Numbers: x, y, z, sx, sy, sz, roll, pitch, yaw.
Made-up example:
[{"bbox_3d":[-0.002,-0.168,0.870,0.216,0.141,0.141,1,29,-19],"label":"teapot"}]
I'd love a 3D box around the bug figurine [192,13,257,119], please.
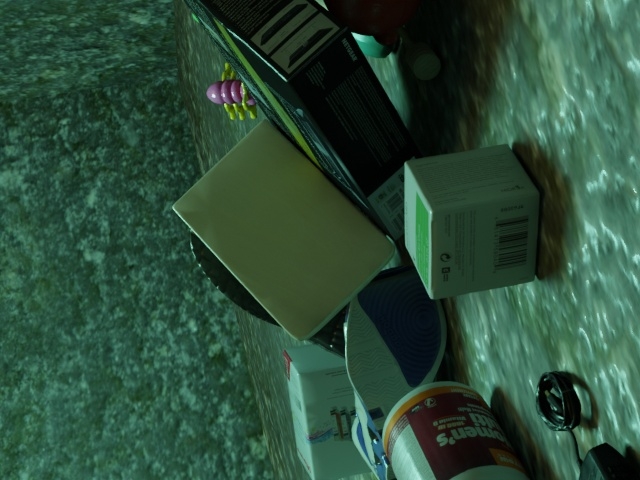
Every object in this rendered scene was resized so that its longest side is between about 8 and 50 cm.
[{"bbox_3d":[-0.077,-0.278,1.861,0.072,0.216,0.279,-22,-76,-62],"label":"bug figurine"}]

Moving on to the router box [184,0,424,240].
[{"bbox_3d":[-0.014,-0.163,1.372,0.243,0.081,0.309,45,175,36],"label":"router box"}]

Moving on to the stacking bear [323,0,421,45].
[{"bbox_3d":[0.001,-0.327,1.360,0.289,0.164,0.175,49,148,24],"label":"stacking bear"}]

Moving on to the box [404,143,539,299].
[{"bbox_3d":[0.134,-0.018,1.171,0.087,0.102,0.101,-110,13,-53],"label":"box"}]

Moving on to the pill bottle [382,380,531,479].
[{"bbox_3d":[0.146,0.248,1.298,0.221,0.121,0.121,-116,19,-57],"label":"pill bottle"}]

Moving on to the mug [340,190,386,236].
[{"bbox_3d":[0.024,-0.061,1.633,0.169,0.150,0.113,106,168,-58],"label":"mug"}]

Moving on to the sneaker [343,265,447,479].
[{"bbox_3d":[0.083,0.191,1.577,0.182,0.127,0.315,-171,70,-77],"label":"sneaker"}]

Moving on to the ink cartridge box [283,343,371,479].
[{"bbox_3d":[0.026,0.250,1.947,0.128,0.127,0.176,-137,38,-73],"label":"ink cartridge box"}]

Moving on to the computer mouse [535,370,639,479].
[{"bbox_3d":[0.224,0.179,1.066,0.242,0.041,0.071,-104,17,-61],"label":"computer mouse"}]

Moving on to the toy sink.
[{"bbox_3d":[-0.027,0.004,1.504,0.234,0.153,0.131,44,177,25],"label":"toy sink"}]

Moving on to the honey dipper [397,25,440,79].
[{"bbox_3d":[0.096,-0.216,1.413,0.160,0.030,0.030,-110,14,-59],"label":"honey dipper"}]

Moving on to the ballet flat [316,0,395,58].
[{"bbox_3d":[0.018,-0.296,1.592,0.247,0.087,0.083,-110,15,-44],"label":"ballet flat"}]

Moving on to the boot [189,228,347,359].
[{"bbox_3d":[-0.043,0.071,1.724,0.338,0.118,0.223,38,172,-10],"label":"boot"}]
